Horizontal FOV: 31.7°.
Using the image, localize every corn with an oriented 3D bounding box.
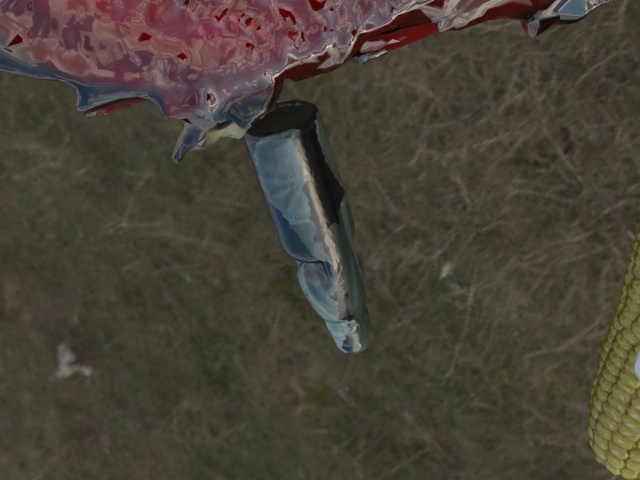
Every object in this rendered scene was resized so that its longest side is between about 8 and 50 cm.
[{"bbox_3d":[0.265,0.036,0.804,0.106,0.106,0.305,32,122,30],"label":"corn"}]

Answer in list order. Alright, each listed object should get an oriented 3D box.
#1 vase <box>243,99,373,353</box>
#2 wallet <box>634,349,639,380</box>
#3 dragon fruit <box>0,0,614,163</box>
[{"bbox_3d":[0.000,0.000,0.837,0.060,0.060,0.211,14,134,43],"label":"vase"},{"bbox_3d":[0.263,0.038,0.640,0.033,0.190,0.095,39,-174,-44],"label":"wallet"},{"bbox_3d":[-0.068,-0.200,0.367,0.100,0.282,0.344,-127,18,-72],"label":"dragon fruit"}]
